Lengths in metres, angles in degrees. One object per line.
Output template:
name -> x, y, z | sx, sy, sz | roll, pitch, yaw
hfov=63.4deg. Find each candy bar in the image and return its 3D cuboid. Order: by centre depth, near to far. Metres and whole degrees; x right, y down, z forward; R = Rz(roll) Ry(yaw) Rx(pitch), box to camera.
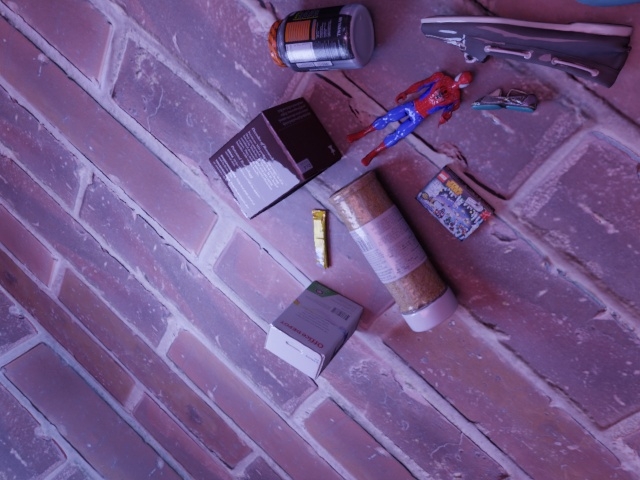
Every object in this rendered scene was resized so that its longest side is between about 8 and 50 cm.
candy bar -> 0.000, 0.000, 1.284 | 0.040, 0.018, 0.161 | 12, 120, 31

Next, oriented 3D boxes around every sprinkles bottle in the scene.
sprinkles bottle -> 0.159, 0.024, 1.131 | 0.121, 0.121, 0.355 | -29, 96, 39

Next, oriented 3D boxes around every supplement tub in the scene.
supplement tub -> 0.000, -0.394, 1.018 | 0.190, 0.117, 0.117 | 7, 118, 29

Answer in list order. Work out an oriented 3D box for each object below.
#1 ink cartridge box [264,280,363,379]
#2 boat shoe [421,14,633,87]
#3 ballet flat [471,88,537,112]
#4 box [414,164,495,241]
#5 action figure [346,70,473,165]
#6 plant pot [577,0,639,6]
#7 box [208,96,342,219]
ink cartridge box -> -0.014, 0.215, 1.279 | 0.154, 0.212, 0.093 | 28, 126, 17
boat shoe -> 0.325, -0.318, 0.860 | 0.335, 0.112, 0.095 | 14, 116, 22
ballet flat -> 0.333, -0.255, 0.939 | 0.114, 0.041, 0.041 | 11, 119, 27
box -> 0.275, -0.075, 1.068 | 0.137, 0.027, 0.094 | 43, 128, 6
action figure -> 0.162, -0.232, 0.994 | 0.280, 0.139, 0.091 | -30, 97, 36
plant pot -> 0.407, -0.428, 0.675 | 0.290, 0.290, 0.195 | 42, 163, 7
box -> -0.101, -0.182, 1.156 | 0.203, 0.168, 0.167 | -31, 95, 38
